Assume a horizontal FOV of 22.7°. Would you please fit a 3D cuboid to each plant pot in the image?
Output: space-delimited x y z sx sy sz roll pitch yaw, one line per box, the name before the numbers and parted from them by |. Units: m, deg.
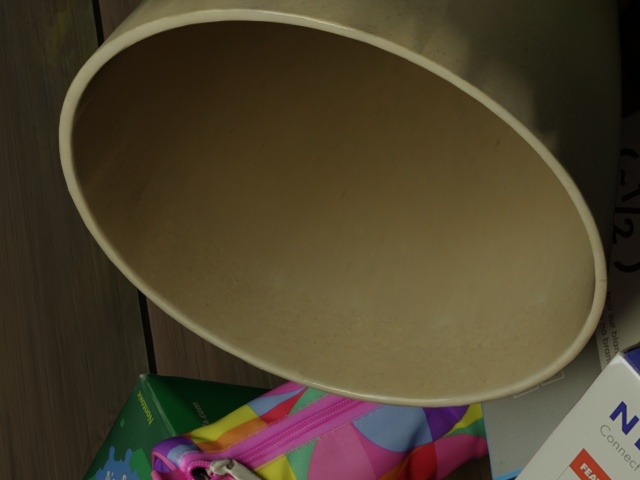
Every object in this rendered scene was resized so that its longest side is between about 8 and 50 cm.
plant pot | 0.045 -0.101 0.794 0.256 0.256 0.274 -27 30 46

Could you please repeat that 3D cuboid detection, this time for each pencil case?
pencil case | 0.017 0.114 0.917 0.104 0.236 0.104 51 157 32

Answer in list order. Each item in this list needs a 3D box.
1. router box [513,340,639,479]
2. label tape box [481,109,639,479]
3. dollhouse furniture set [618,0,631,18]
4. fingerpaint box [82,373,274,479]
router box | 0.182 0.252 0.676 0.335 0.082 0.301 49 130 23
label tape box | 0.230 0.043 0.760 0.348 0.115 0.249 -30 59 47
dollhouse furniture set | 0.102 -0.205 0.950 0.123 0.151 0.144 -59 40 24
fingerpaint box | -0.057 0.369 1.004 0.371 0.163 0.445 -59 42 24
